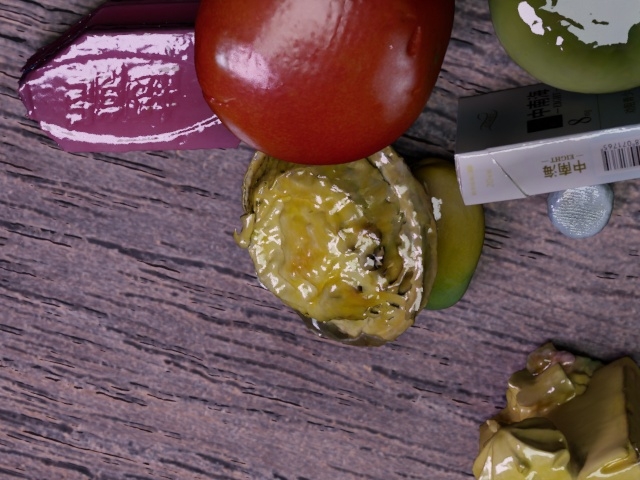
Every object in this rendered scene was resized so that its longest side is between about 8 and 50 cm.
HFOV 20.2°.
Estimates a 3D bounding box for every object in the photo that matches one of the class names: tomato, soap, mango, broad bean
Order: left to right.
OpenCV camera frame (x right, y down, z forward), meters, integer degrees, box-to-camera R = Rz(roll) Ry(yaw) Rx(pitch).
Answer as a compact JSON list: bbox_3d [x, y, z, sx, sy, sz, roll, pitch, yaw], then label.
[{"bbox_3d":[-0.205,-0.178,1.977,0.250,0.099,0.162,-2,125,7],"label":"soap"},{"bbox_3d":[0.016,-0.218,1.821,0.226,0.298,0.298,17,121,21],"label":"tomato"},{"bbox_3d":[0.125,-0.003,2.043,0.130,0.092,0.194,-9,126,8],"label":"mango"},{"bbox_3d":[0.307,-0.277,1.854,0.238,0.119,0.291,37,116,-13],"label":"broad bean"}]

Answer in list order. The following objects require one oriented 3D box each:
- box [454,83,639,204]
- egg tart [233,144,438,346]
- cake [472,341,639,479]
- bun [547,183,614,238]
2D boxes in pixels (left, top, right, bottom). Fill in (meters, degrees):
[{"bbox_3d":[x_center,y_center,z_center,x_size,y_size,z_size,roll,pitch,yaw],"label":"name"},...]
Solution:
[{"bbox_3d":[0.267,-0.116,1.927,0.243,0.155,0.067,-9,116,12],"label":"box"},{"bbox_3d":[0.000,0.000,1.995,0.291,0.107,0.290,17,120,33],"label":"egg tart"},{"bbox_3d":[0.304,0.277,2.092,0.222,0.227,0.286,-25,113,18],"label":"cake"},{"bbox_3d":[0.292,-0.043,2.024,0.083,0.045,0.083,3,122,5],"label":"bun"}]
